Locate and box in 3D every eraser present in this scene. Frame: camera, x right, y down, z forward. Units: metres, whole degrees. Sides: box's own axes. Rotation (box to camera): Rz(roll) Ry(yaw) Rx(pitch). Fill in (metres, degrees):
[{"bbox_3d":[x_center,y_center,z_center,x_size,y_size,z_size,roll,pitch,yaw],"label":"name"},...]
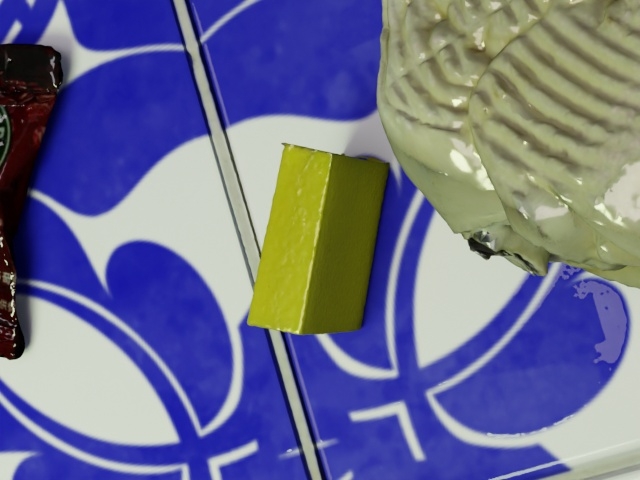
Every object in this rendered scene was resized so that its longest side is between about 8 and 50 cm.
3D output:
[{"bbox_3d":[0.000,0.000,1.181,0.045,0.097,0.122,12,95,26],"label":"eraser"}]

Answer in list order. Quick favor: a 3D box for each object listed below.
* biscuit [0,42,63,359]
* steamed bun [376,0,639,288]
[{"bbox_3d":[-0.277,-0.038,1.327,0.151,0.063,0.235,10,90,13],"label":"biscuit"},{"bbox_3d":[0.191,-0.087,1.039,0.275,0.206,0.320,-44,46,8],"label":"steamed bun"}]
